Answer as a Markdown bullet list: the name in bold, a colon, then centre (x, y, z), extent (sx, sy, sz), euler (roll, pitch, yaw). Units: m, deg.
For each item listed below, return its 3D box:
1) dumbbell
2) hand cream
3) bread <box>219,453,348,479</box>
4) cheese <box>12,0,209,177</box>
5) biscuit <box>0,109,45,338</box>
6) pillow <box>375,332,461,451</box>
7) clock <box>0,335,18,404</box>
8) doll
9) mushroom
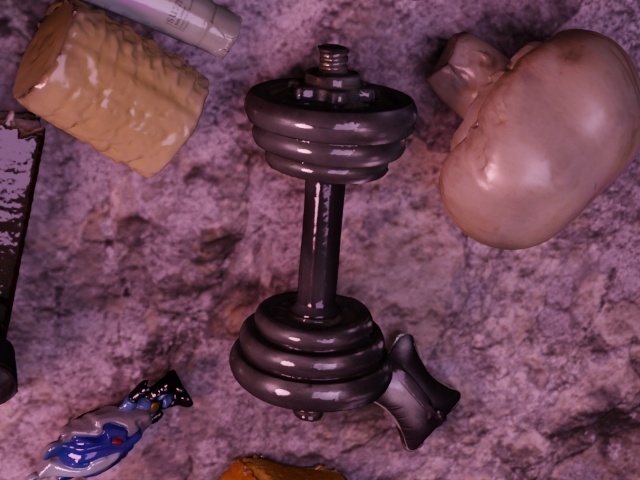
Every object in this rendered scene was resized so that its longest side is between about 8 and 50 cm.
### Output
- **dumbbell**: centre (0.000, 0.000, 1.367), extent (0.179, 0.179, 0.406), euler (-4, 110, -21)
- **hand cream**: centre (-0.174, -0.240, 1.279), extent (0.204, 0.050, 0.078), euler (23, 99, -24)
- **bread**: centre (-0.046, 0.312, 1.533), extent (0.187, 0.065, 0.103), euler (17, 108, -25)
- **cheese**: centre (-0.203, -0.148, 1.278), extent (0.167, 0.094, 0.123), euler (29, 87, -33)
- **biscuit**: centre (-0.342, -0.018, 1.280), extent (0.106, 0.070, 0.252), euler (6, 107, -25)
- **pillow**: centre (0.104, 0.180, 1.548), extent (0.091, 0.055, 0.136), euler (-34, 118, 14)
- **clock**: centre (-0.384, 0.124, 1.269), extent (0.184, 0.184, 0.040), euler (8, 62, -25)
- **doll**: centre (-0.231, 0.207, 1.415), extent (0.195, 0.070, 0.096), euler (-31, 149, -13)
- **mushroom**: centre (0.210, -0.125, 1.409), extent (0.260, 0.234, 0.254), euler (-33, 162, -50)
